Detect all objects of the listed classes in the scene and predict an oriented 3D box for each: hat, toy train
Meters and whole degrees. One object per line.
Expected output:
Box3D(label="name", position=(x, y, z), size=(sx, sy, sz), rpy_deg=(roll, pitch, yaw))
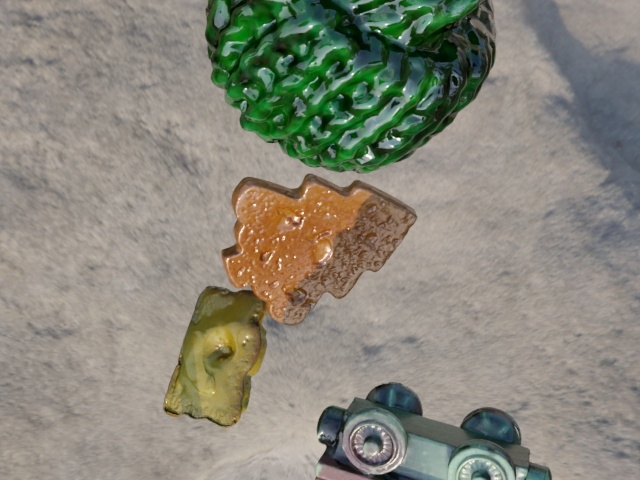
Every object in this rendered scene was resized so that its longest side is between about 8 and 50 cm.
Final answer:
Box3D(label="hat", position=(0.071, -0.226, 0.645), size=(0.242, 0.332, 0.274), rpy_deg=(21, 52, -34))
Box3D(label="toy train", position=(0.133, 0.320, 1.093), size=(0.305, 0.150, 0.221), rpy_deg=(14, 102, 15))

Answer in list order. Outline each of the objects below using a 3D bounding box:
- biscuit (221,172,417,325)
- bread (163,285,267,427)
Box3D(label="biscuit", position=(0.000, 0.000, 1.302), size=(0.307, 0.283, 0.043), rpy_deg=(-16, 35, -5))
Box3D(label="bread", position=(-0.161, 0.193, 1.409), size=(0.161, 0.088, 0.232), rpy_deg=(9, 78, 27))
